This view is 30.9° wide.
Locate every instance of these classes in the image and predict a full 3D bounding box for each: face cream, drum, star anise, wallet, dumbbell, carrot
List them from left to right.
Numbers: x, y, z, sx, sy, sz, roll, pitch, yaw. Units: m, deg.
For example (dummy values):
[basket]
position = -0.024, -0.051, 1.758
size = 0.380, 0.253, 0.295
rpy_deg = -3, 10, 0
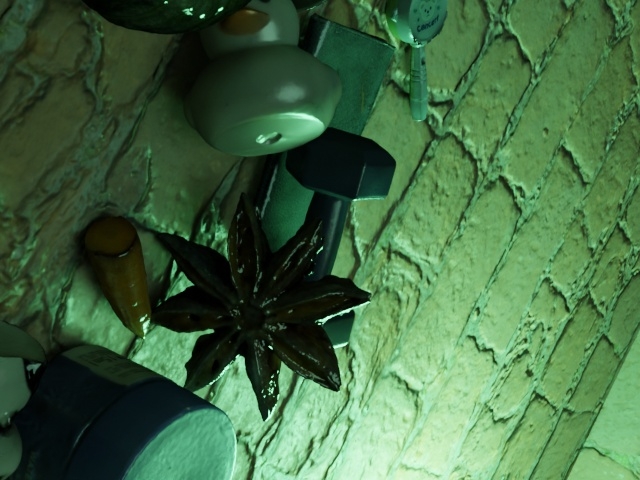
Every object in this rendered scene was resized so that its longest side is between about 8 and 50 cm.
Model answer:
[face cream]
position = -0.269, 0.284, 1.512
size = 0.249, 0.225, 0.249
rpy_deg = -33, 134, -42
[carrot]
position = -0.257, 0.062, 1.549
size = 0.072, 0.072, 0.205
rpy_deg = -44, 144, -29
[star anise]
position = -0.092, 0.091, 1.614
size = 0.117, 0.331, 0.332
rpy_deg = -47, 152, -78
[wallet]
position = -0.010, -0.142, 1.767
size = 0.190, 0.046, 0.379
rpy_deg = 8, 104, -51
[dumbbell]
position = 0.000, 0.000, 1.704
size = 0.144, 0.159, 0.325
rpy_deg = -53, 159, -71
[drum]
position = 0.148, -0.311, 1.887
size = 0.130, 0.049, 0.253
rpy_deg = -18, 122, -48

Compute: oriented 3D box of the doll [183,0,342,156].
[doll]
position = -0.086, -0.232, 1.538
size = 0.221, 0.221, 0.251
rpy_deg = -61, 167, -10

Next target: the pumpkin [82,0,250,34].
[pumpkin]
position = -0.159, -0.377, 1.313
size = 0.300, 0.207, 0.300
rpy_deg = -28, 129, -42

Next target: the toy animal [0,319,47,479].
[toy animal]
position = -0.424, 0.201, 1.311
size = 0.187, 0.165, 0.235
rpy_deg = 15, 97, -42

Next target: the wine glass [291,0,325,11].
[wine glass]
position = -0.053, -0.423, 1.520
size = 0.103, 0.103, 0.231
rpy_deg = -47, 136, -27
